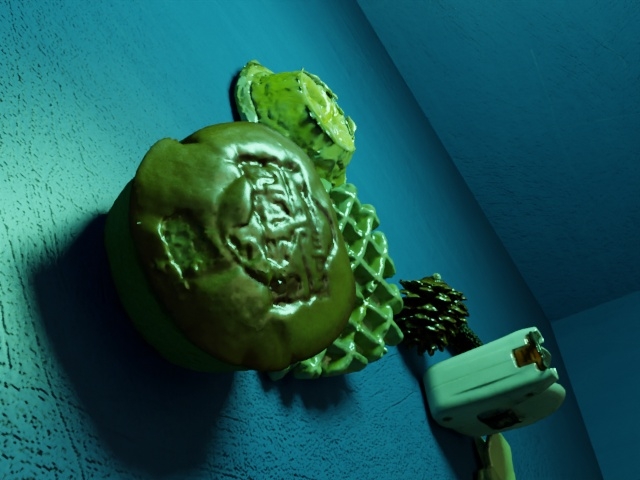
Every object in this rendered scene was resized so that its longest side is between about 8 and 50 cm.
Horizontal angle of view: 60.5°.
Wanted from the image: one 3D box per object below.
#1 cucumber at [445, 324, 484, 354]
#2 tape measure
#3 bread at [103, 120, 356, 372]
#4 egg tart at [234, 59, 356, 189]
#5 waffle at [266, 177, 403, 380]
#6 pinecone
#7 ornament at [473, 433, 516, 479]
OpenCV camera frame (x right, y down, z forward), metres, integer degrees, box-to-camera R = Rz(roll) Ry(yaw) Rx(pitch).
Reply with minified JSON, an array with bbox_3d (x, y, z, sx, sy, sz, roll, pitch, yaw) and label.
[{"bbox_3d":[0.358,0.247,1.401,0.300,0.072,0.072,46,29,-35],"label":"cucumber"},{"bbox_3d":[0.358,0.302,1.107,0.265,0.258,0.130,40,30,-41],"label":"tape measure"},{"bbox_3d":[-0.085,0.007,0.578,0.270,0.148,0.269,18,61,-36],"label":"bread"},{"bbox_3d":[-0.028,-0.219,1.031,0.315,0.120,0.315,42,30,-31],"label":"egg tart"},{"bbox_3d":[0.004,0.046,0.780,0.309,0.056,0.291,-6,79,-42],"label":"waffle"},{"bbox_3d":[0.224,0.154,1.134,0.173,0.174,0.173,46,28,-34],"label":"pinecone"},{"bbox_3d":[0.396,0.538,1.200,0.180,0.059,0.201,57,27,-15],"label":"ornament"}]
